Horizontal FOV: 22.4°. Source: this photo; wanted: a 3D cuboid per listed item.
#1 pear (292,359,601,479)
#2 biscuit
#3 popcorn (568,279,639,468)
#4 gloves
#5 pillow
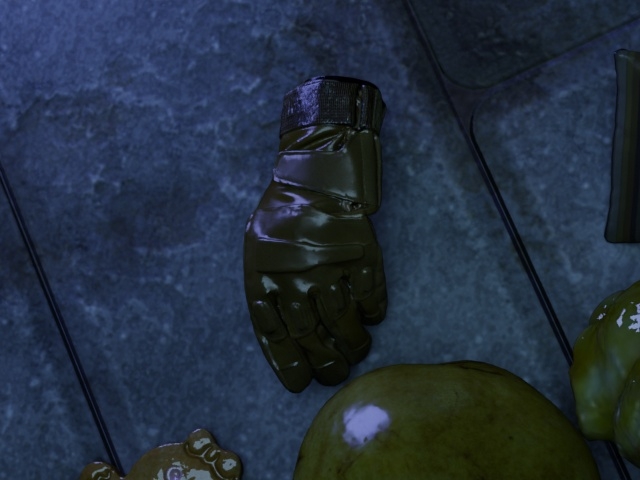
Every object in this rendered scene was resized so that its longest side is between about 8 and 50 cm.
[{"bbox_3d":[0.119,0.254,1.565,0.304,0.304,0.304,-1,83,11],"label":"pear"},{"bbox_3d":[-0.185,0.310,1.744,0.249,0.035,0.184,-29,79,6],"label":"biscuit"},{"bbox_3d":[0.386,0.097,1.534,0.321,0.290,0.326,-28,102,-10],"label":"popcorn"},{"bbox_3d":[-0.004,-0.004,1.691,0.154,0.141,0.331,6,85,10],"label":"gloves"},{"bbox_3d":[0.398,-0.086,1.641,0.212,0.052,0.208,6,108,17],"label":"pillow"}]
